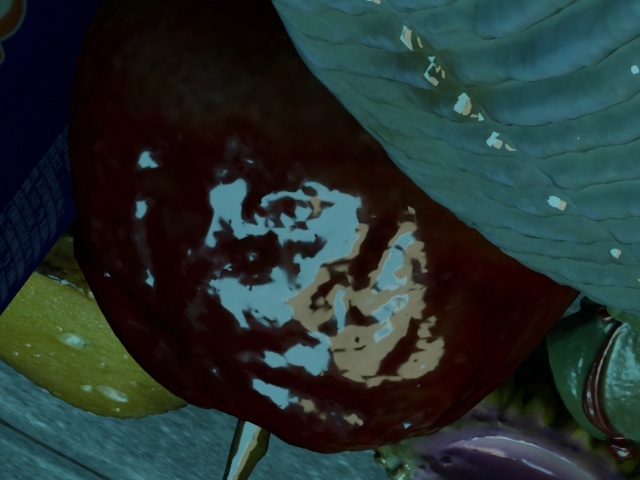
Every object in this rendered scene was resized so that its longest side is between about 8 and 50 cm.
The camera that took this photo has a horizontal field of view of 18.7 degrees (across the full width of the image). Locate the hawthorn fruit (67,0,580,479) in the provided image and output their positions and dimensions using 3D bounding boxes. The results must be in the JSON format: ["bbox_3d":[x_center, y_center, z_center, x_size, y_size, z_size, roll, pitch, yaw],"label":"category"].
[{"bbox_3d":[0.000,0.000,0.826,0.230,0.210,0.266,13,118,-4],"label":"hawthorn fruit"}]

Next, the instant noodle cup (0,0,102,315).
[{"bbox_3d":[-0.230,-0.040,0.870,0.284,0.312,0.284,21,153,11],"label":"instant noodle cup"}]

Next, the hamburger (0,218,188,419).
[{"bbox_3d":[-0.131,0.009,1.096,0.182,0.118,0.191,4,150,33],"label":"hamburger"}]

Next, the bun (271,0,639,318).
[{"bbox_3d":[0.147,-0.099,0.548,0.354,0.194,0.354,20,156,9],"label":"bun"}]

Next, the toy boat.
[{"bbox_3d":[0.165,0.066,0.970,0.071,0.089,0.185,-9,150,30],"label":"toy boat"}]

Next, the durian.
[{"bbox_3d":[0.189,0.148,1.063,0.341,0.112,0.191,31,-159,25],"label":"durian"}]
